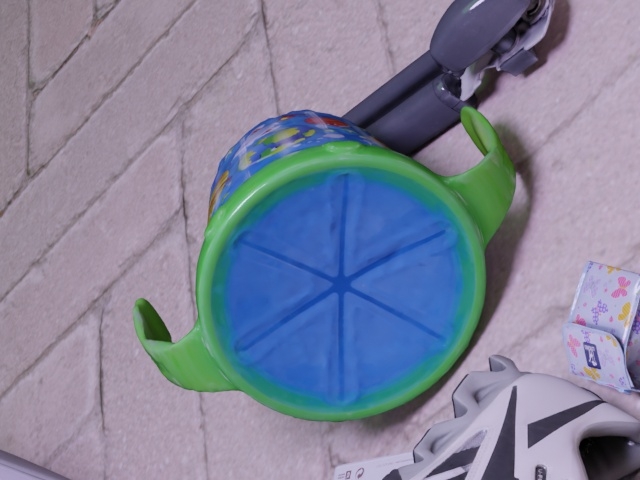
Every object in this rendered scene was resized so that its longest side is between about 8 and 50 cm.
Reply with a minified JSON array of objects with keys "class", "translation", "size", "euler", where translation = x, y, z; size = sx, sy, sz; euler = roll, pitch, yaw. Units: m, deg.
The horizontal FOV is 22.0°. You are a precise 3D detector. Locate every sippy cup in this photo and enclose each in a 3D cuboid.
[{"class":"sippy cup","translation":[0.000,0.000,1.384],"size":[0.224,0.305,0.240],"euler":[-116,30,-65]}]

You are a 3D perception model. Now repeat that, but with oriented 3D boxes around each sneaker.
[{"class":"sneaker","translation":[0.107,0.203,1.052],"size":[0.146,0.122,0.330],"euler":[14,46,31]}]

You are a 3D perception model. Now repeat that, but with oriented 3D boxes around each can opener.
[{"class":"can opener","translation":[0.092,-0.150,1.463],"size":[0.283,0.095,0.076],"euler":[-35,40,38]}]

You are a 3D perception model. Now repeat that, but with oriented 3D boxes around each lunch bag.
[{"class":"lunch bag","translation":[0.211,0.063,1.170],"size":[0.071,0.053,0.083],"euler":[19,93,60]}]

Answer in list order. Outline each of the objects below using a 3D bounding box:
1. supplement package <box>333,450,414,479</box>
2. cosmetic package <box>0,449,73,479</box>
[{"class":"supplement package","translation":[0.065,0.256,1.187],"size":[0.105,0.105,0.179],"euler":[-19,53,46]},{"class":"cosmetic package","translation":[-0.426,0.347,1.636],"size":[0.393,0.327,0.329],"euler":[5,71,56]}]
